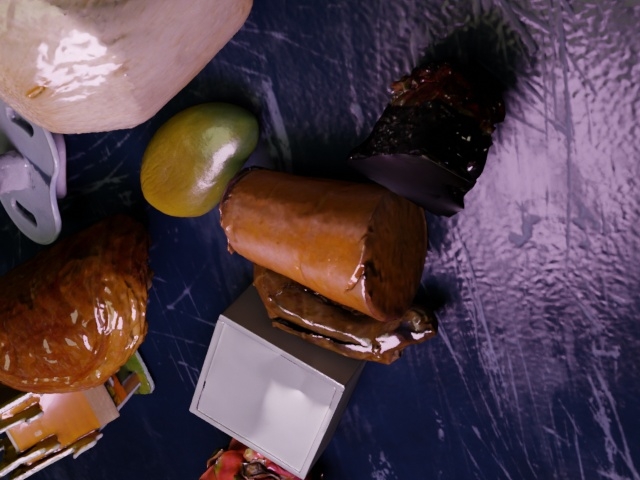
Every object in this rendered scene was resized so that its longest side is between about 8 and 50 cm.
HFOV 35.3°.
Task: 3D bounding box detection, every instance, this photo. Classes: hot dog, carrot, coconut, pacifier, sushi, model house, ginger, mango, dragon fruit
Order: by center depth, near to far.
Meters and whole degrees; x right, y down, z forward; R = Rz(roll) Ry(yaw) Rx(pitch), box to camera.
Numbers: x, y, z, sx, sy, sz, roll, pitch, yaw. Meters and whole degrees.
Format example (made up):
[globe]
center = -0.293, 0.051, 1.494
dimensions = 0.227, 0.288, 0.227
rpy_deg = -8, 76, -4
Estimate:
[coconut]
center = -0.266, -0.339, 1.222
dimensions = 0.344, 0.415, 0.415
rpy_deg = 34, 132, 14
[sushi]
center = 0.145, -0.140, 1.236
dimensions = 0.153, 0.150, 0.172
rpy_deg = 29, 167, -4
[carrot]
center = 0.000, 0.000, 1.399
dimensions = 0.254, 0.196, 0.196
rpy_deg = 10, 125, 30
[mango]
center = -0.184, -0.126, 1.483
dimensions = 0.137, 0.091, 0.237
rpy_deg = 36, 126, -3
[ginger]
center = 0.025, 0.105, 1.508
dimensions = 0.309, 0.107, 0.133
rpy_deg = 25, 102, 14
[pacifier]
center = -0.520, -0.109, 1.615
dimensions = 0.227, 0.207, 0.279
rpy_deg = 33, 133, 26
[hot dog]
center = -0.409, 0.107, 1.641
dimensions = 0.387, 0.267, 0.174
rpy_deg = -24, 136, 32
[dragon fruit]
center = -0.106, 0.431, 1.730
dimensions = 0.224, 0.224, 0.227
rpy_deg = 38, 131, 2
[model house]
center = -0.546, 0.266, 1.817
dimensions = 0.357, 0.313, 0.243
rpy_deg = -2, 118, 33

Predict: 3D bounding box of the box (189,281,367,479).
[box]
center = -0.067, 0.224, 1.622
dimensions = 0.224, 0.117, 0.225
rpy_deg = 29, 126, 11
